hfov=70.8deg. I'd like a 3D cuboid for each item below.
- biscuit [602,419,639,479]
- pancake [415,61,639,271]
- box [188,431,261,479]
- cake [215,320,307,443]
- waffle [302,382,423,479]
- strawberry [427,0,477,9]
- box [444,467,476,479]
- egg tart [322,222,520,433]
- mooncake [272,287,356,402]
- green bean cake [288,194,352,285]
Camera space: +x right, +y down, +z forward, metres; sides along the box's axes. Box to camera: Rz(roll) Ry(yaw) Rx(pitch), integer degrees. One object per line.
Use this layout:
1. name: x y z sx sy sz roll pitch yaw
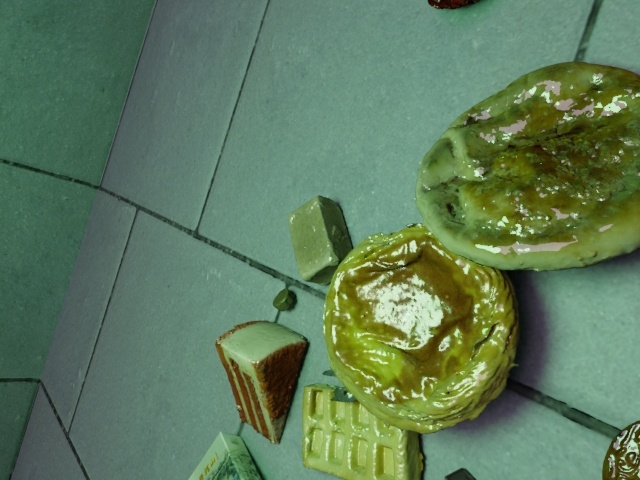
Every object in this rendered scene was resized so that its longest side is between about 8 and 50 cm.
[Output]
1. biscuit: 0.439 0.305 0.532 0.188 0.027 0.187 -15 68 42
2. pancake: 0.321 -0.120 0.671 0.387 0.082 0.386 -19 48 23
3. box: -0.203 0.582 1.000 0.164 0.069 0.256 -56 36 2
4. cake: -0.153 0.323 1.010 0.158 0.160 0.262 13 89 42
5. waffle: 0.065 0.368 0.856 0.274 0.057 0.167 -9 73 43
6. strawberry: 0.270 -0.531 0.839 0.202 0.187 0.184 1 57 17
7. box: 0.224 0.410 0.691 0.085 0.060 0.063 36 109 42
8. egg tart: 0.164 0.140 0.762 0.352 0.150 0.351 -12 69 35
9. mooncake: -0.024 0.201 0.952 0.150 0.057 0.346 -45 39 21
10. green bean cake: 0.000 0.000 1.004 0.109 0.085 0.179 -36 55 34
